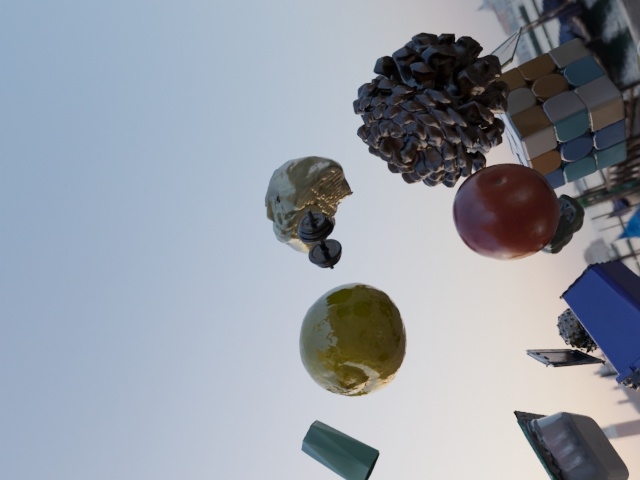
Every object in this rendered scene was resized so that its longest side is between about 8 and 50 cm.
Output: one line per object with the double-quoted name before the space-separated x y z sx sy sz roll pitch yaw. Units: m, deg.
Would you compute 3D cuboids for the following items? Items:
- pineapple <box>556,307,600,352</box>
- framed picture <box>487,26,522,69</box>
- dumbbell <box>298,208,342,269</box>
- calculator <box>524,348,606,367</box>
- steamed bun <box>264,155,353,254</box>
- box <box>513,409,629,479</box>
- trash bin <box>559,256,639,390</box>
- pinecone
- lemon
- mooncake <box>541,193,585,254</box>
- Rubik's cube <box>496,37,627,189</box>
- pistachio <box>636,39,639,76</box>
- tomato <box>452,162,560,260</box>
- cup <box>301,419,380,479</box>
"pineapple" 0.857 0.283 1.768 0.278 0.157 0.158 25 -134 -85
"framed picture" 0.518 -0.531 1.730 0.019 0.232 0.296 44 -138 -10
"dumbbell" 0.000 0.000 1.487 0.099 0.099 0.209 -80 -25 -48
"calculator" 0.743 0.356 1.722 0.274 0.165 0.028 31 -126 -84
"steamed bun" -0.058 -0.129 1.775 0.206 0.320 0.275 36 -166 35
"box" 0.611 0.501 1.311 0.336 0.106 0.264 23 -147 -47
"trash bin" 0.621 0.153 1.113 0.162 0.184 0.234 -3 -134 -35
"pinecone" 0.302 -0.349 1.449 0.398 0.397 0.398 44 -145 -42
"lemon" 0.097 0.291 1.668 0.348 0.348 0.348 44 -145 -42
"mooncake" 0.682 -0.045 1.621 0.168 0.175 0.104 -7 -139 -43
"Rubik's cube" 0.844 -0.434 2.010 0.346 0.344 0.347 49 -156 -46
"pistachio" 0.752 -0.360 1.199 0.117 0.145 0.200 -29 -103 -32
"tomato" 0.331 -0.056 1.013 0.195 0.195 0.136 -78 -28 -49
"cup" 0.061 0.681 1.811 0.148 0.235 0.134 -66 -18 7
